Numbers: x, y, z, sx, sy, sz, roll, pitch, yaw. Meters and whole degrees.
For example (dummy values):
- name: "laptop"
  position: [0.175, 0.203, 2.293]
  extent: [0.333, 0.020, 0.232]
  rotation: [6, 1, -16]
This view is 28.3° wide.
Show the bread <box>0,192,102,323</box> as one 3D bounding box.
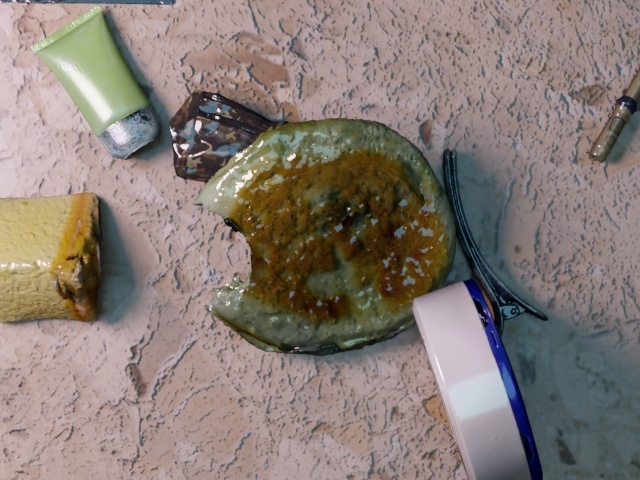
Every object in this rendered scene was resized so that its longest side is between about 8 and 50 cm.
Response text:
- name: "bread"
  position: [-0.320, 0.017, 1.462]
  extent: [0.147, 0.127, 0.152]
  rotation: [1, 56, 2]

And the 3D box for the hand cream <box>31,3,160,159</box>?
- name: "hand cream"
  position: [-0.252, -0.177, 1.473]
  extent: [0.095, 0.046, 0.175]
  rotation: [-33, 83, 1]

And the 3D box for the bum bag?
- name: "bum bag"
  position: [-0.056, -0.091, 1.456]
  extent: [0.248, 0.069, 0.102]
  rotation: [18, 74, -1]

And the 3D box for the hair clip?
- name: "hair clip"
  position: [0.183, 0.003, 1.468]
  extent: [0.070, 0.039, 0.229]
  rotation: [-25, 88, 2]

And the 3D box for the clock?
- name: "clock"
  position: [0.167, 0.161, 1.369]
  extent: [0.083, 0.230, 0.230]
  rotation: [-20, 89, 0]

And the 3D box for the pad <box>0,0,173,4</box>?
- name: "pad"
  position: [-0.292, -0.359, 1.494]
  extent: [0.243, 0.004, 0.163]
  rotation: [1, 89, 0]

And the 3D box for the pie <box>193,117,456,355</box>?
- name: "pie"
  position: [0.008, -0.002, 1.423]
  extent: [0.303, 0.067, 0.302]
  rotation: [-3, 107, -9]

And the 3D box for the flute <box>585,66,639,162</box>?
- name: "flute"
  position: [0.377, -0.193, 1.474]
  extent: [0.027, 0.027, 0.233]
  rotation: [30, 89, 1]
